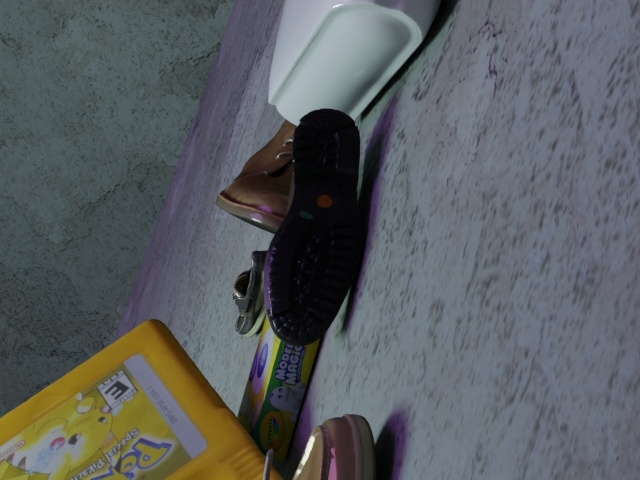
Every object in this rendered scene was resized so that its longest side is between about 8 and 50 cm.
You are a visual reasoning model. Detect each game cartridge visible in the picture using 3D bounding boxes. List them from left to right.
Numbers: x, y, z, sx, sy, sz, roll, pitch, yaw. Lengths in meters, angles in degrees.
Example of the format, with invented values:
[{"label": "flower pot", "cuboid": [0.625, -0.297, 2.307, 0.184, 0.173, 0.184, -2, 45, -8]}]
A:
[{"label": "game cartridge", "cuboid": [-0.206, 0.230, 1.311, 0.285, 0.052, 0.324, -34, 33, -10]}]

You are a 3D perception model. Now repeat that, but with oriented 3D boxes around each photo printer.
[{"label": "photo printer", "cuboid": [0.047, -0.265, 1.324, 0.307, 0.107, 0.256, 138, 147, -70]}]

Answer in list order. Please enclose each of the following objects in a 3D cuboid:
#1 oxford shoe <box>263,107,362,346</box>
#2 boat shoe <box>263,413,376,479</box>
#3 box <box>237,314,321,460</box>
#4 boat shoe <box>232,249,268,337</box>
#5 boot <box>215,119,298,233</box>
[{"label": "oxford shoe", "cuboid": [0.000, 0.000, 1.300, 0.096, 0.083, 0.227, 91, -169, -63]}, {"label": "boat shoe", "cuboid": [-0.033, 0.256, 1.014, 0.104, 0.089, 0.285, -149, 76, -79]}, {"label": "box", "cuboid": [-0.035, 0.111, 1.361, 0.105, 0.043, 0.179, -156, 84, -78]}, {"label": "boat shoe", "cuboid": [-0.077, 0.056, 1.625, 0.152, 0.049, 0.056, 117, 164, -46]}, {"label": "boot", "cuboid": [-0.038, -0.066, 1.495, 0.115, 0.112, 0.305, -62, 11, 8]}]
